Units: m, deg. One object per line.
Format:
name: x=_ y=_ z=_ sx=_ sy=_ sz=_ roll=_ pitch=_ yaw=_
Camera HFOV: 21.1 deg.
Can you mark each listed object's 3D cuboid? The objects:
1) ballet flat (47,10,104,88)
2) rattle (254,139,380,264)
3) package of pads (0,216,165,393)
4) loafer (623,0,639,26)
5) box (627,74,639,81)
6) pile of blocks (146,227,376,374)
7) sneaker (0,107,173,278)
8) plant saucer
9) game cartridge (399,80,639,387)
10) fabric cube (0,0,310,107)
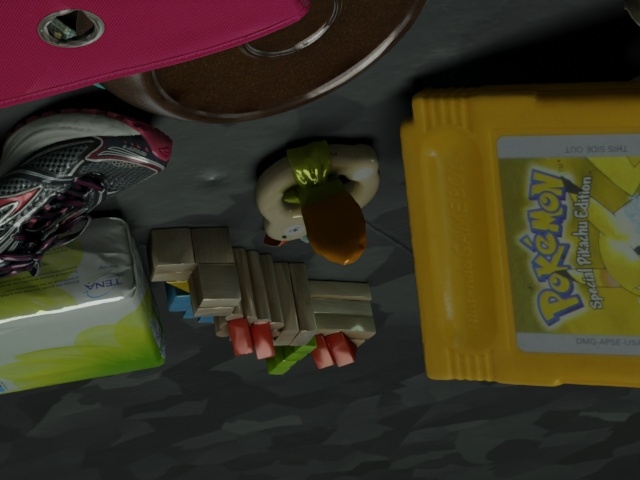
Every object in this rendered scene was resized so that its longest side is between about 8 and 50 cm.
ballet flat: x=-0.199 y=-0.180 z=1.312 sx=0.079 sy=0.077 sz=0.221 roll=-41 pitch=146 yaw=16
rattle: x=0.000 y=0.000 z=1.698 sx=0.130 sy=0.143 sz=0.200 roll=-18 pitch=156 yaw=-33
package of pads: x=-0.320 y=0.077 z=1.769 sx=0.296 sy=0.101 sz=0.229 roll=-11 pitch=157 yaw=-3
loafer: x=0.330 y=-0.173 z=1.503 sx=0.087 sy=0.094 sz=0.251 roll=-32 pitch=148 yaw=31
box: x=0.321 y=-0.044 z=1.647 sx=0.114 sy=0.203 sz=0.103 roll=-24 pitch=153 yaw=30
pile of blocks: x=-0.076 y=0.091 z=1.885 sx=0.149 sy=0.113 sz=0.362 roll=-25 pitch=151 yaw=29
sneaker: x=-0.259 y=-0.028 z=1.554 sx=0.299 sy=0.112 sz=0.121 roll=-23 pitch=153 yaw=23
plant saucer: x=-0.031 y=-0.182 z=1.306 sx=0.310 sy=0.050 sz=0.310 roll=-20 pitch=152 yaw=-11
game cartridge: x=0.236 y=-0.001 z=1.557 sx=0.323 sy=0.285 sz=0.052 roll=0 pitch=-162 yaw=23
fabric cube: x=-0.170 y=-0.253 z=0.927 sx=0.254 sy=0.259 sz=0.258 roll=-14 pitch=155 yaw=9
